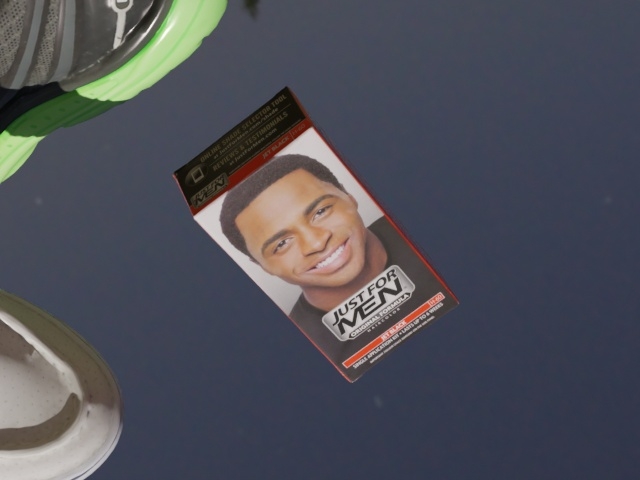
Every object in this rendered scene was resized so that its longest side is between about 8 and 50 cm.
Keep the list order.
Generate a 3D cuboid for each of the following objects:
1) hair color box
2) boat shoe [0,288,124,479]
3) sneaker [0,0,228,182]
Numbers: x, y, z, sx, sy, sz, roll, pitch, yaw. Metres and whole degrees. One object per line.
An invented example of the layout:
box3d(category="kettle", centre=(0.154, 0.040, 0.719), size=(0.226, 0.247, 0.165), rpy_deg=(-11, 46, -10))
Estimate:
box3d(category="hair color box", centre=(0.000, 0.000, 0.794), size=(0.072, 0.141, 0.043), rpy_deg=(-37, -143, 7))
box3d(category="boat shoe", centre=(-0.258, 0.039, 0.846), size=(0.156, 0.367, 0.136), rpy_deg=(-24, -135, 62))
box3d(category="sneaker", centre=(-0.266, -0.101, 1.001), size=(0.483, 0.202, 0.185), rpy_deg=(-41, -135, 24))
